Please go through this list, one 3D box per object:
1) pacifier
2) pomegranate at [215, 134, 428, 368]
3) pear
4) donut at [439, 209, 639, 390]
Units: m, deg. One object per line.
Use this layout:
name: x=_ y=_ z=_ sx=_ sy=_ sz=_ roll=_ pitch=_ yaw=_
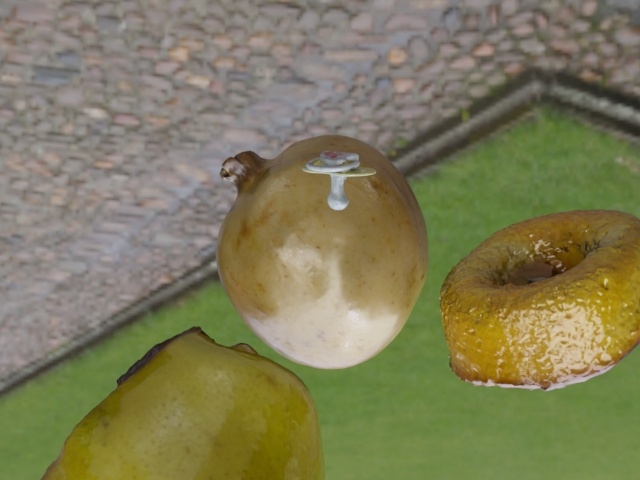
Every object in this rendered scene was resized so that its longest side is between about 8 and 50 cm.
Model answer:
pacifier: x=0.017 y=-0.063 z=1.288 sx=0.083 sy=0.064 sz=0.068 roll=8 pitch=-164 yaw=31
pomegranate: x=0.008 y=0.017 z=1.508 sx=0.308 sy=0.307 sz=0.307 roll=1 pitch=161 yaw=0
pear: x=-0.111 y=0.293 z=1.094 sx=0.191 sy=0.386 sz=0.340 roll=29 pitch=-176 yaw=30
donut: x=0.234 y=0.057 z=1.203 sx=0.254 sy=0.118 sz=0.253 roll=-20 pitch=-164 yaw=6
